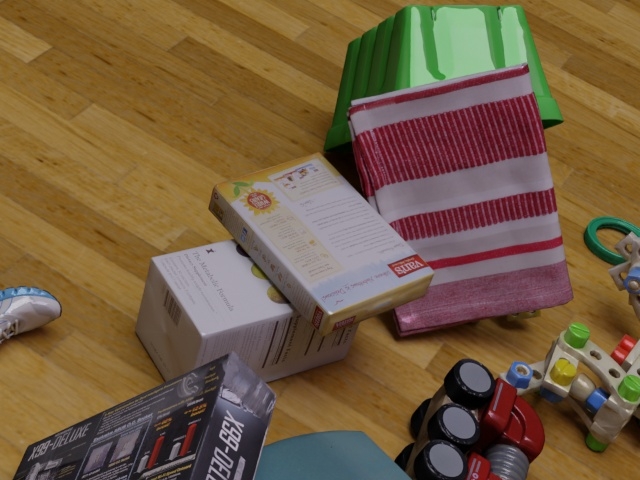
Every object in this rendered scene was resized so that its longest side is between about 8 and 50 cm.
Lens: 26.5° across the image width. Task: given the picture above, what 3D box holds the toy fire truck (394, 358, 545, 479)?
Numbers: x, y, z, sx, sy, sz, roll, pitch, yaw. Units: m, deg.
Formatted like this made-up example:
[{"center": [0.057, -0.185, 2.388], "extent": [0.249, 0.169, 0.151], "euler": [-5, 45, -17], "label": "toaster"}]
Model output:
[{"center": [0.227, 0.275, 1.584], "extent": [0.246, 0.158, 0.217], "euler": [32, 41, -3], "label": "toy fire truck"}]

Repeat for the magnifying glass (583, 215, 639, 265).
[{"center": [0.509, 0.020, 2.045], "extent": [0.230, 0.026, 0.092], "euler": [15, 41, -1], "label": "magnifying glass"}]

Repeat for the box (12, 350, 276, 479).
[{"center": [-0.202, 0.263, 1.320], "extent": [0.076, 0.307, 0.242], "euler": [48, 33, -25], "label": "box"}]

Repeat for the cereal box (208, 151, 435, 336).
[{"center": [0.000, 0.000, 1.652], "extent": [0.173, 0.047, 0.240], "euler": [-19, 54, -36], "label": "cereal box"}]

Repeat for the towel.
[{"center": [0.179, -0.043, 1.719], "extent": [0.237, 0.329, 0.037], "euler": [-12, 23, 5], "label": "towel"}]

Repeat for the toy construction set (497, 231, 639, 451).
[{"center": [0.397, 0.144, 1.786], "extent": [0.215, 0.151, 0.328], "euler": [33, 54, 16], "label": "toy construction set"}]

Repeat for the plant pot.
[{"center": [-0.013, 0.307, 1.439], "extent": [0.165, 0.166, 0.234], "euler": [42, 40, 24], "label": "plant pot"}]

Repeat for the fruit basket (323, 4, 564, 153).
[{"center": [0.180, -0.124, 1.899], "extent": [0.282, 0.392, 0.392], "euler": [-2, 45, -15], "label": "fruit basket"}]

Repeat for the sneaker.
[{"center": [-0.395, 0.109, 1.587], "extent": [0.190, 0.071, 0.083], "euler": [-10, 54, -18], "label": "sneaker"}]

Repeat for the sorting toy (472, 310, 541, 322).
[{"center": [0.177, 0.041, 1.809], "extent": [0.274, 0.132, 0.046], "euler": [14, 15, -6], "label": "sorting toy"}]

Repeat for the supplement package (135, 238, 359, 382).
[{"center": [-0.083, 0.085, 1.669], "extent": [0.244, 0.134, 0.139], "euler": [-14, 51, -32], "label": "supplement package"}]
